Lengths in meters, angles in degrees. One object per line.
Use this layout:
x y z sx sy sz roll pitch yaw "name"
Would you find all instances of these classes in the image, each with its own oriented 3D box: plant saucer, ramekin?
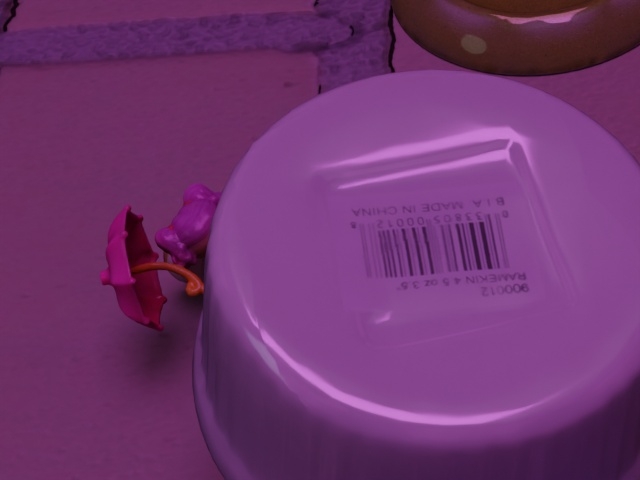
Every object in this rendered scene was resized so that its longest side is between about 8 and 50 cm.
0.173 -0.227 1.397 0.240 0.037 0.241 -6 46 6 "plant saucer"
0.064 0.036 0.948 0.277 0.135 0.277 0 53 0 "ramekin"

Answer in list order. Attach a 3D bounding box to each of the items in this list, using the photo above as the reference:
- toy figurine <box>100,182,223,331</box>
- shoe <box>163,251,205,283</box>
-0.061 0.015 1.121 0.159 0.130 0.173 26 70 17 "toy figurine"
0.000 0.000 1.187 0.219 0.077 0.058 -10 41 -2 "shoe"
